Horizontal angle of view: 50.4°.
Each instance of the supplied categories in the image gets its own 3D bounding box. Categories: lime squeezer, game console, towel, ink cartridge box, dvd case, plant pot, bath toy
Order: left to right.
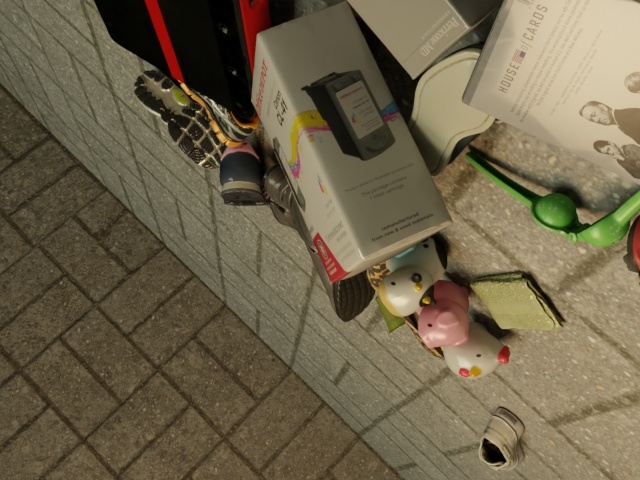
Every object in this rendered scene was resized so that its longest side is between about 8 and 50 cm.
[{"bbox_3d":[-0.218,-0.352,0.989,0.342,0.060,0.386,33,162,13],"label":"game console"},{"bbox_3d":[0.025,-0.115,0.905,0.306,0.131,0.226,64,168,6],"label":"ink cartridge box"},{"bbox_3d":[0.155,0.137,1.405,0.079,0.083,0.083,57,162,9],"label":"plant pot"},{"bbox_3d":[0.202,0.111,1.135,0.348,0.151,0.129,52,158,-24],"label":"bath toy"},{"bbox_3d":[0.304,0.099,1.073,0.110,0.027,0.148,51,161,-10],"label":"towel"},{"bbox_3d":[0.284,-0.046,0.782,0.110,0.059,0.310,55,160,-25],"label":"lime squeezer"},{"bbox_3d":[0.257,-0.135,0.586,0.239,0.029,0.179,28,151,9],"label":"dvd case"}]

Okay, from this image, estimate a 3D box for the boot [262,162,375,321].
[{"bbox_3d":[0.000,0.000,1.422,0.223,0.118,0.338,34,147,40],"label":"boot"}]

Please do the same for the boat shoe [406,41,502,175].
[{"bbox_3d":[0.164,-0.155,0.783,0.095,0.079,0.254,41,163,11],"label":"boat shoe"}]

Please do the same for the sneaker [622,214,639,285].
[{"bbox_3d":[0.424,0.070,0.653,0.276,0.097,0.135,46,155,-12],"label":"sneaker"}]

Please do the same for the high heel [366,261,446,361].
[{"bbox_3d":[0.176,0.117,1.219,0.186,0.093,0.261,55,-177,32],"label":"high heel"}]

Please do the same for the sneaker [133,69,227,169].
[{"bbox_3d":[-0.303,-0.275,1.543,0.275,0.107,0.110,50,-179,6],"label":"sneaker"}]

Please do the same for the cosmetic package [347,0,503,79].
[{"bbox_3d":[0.072,-0.293,0.666,0.238,0.107,0.127,51,160,-2],"label":"cosmetic package"}]

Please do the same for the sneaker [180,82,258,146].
[{"bbox_3d":[-0.192,-0.284,1.297,0.083,0.084,0.215,-14,119,44],"label":"sneaker"}]

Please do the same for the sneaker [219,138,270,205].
[{"bbox_3d":[-0.164,-0.144,1.502,0.319,0.112,0.131,158,112,-82],"label":"sneaker"}]

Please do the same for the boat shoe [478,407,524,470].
[{"bbox_3d":[0.397,0.466,1.517,0.096,0.088,0.267,36,158,27],"label":"boat shoe"}]

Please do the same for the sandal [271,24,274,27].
[{"bbox_3d":[-0.227,-0.408,1.055,0.446,0.107,0.167,48,161,-5],"label":"sandal"}]
